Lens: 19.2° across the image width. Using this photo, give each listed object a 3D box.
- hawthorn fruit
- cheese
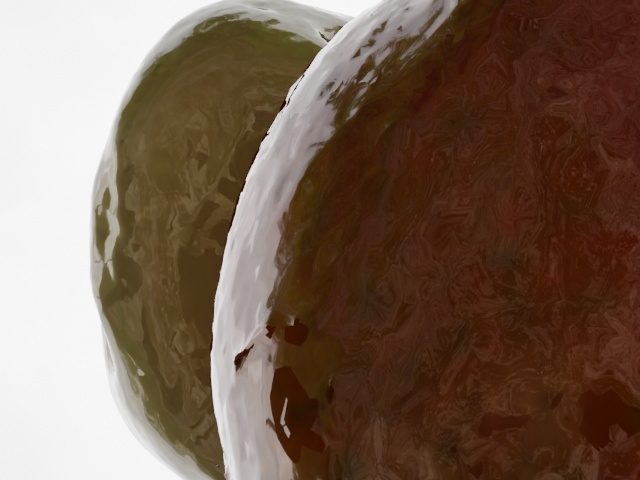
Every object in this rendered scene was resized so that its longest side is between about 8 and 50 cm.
[{"bbox_3d":[0.079,0.001,0.589,0.254,0.254,0.300,-17,-113,1],"label":"hawthorn fruit"},{"bbox_3d":[0.000,0.000,0.791,0.235,0.117,0.218,-40,-91,7],"label":"cheese"}]
